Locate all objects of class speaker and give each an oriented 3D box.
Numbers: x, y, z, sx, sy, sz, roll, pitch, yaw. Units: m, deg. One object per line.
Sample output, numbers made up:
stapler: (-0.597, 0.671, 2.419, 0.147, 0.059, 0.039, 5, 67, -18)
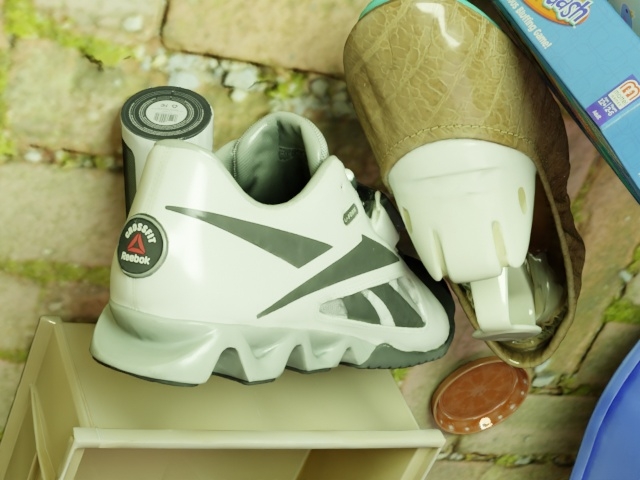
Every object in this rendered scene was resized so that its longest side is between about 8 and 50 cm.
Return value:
speaker: (-0.092, -0.024, 0.873, 0.055, 0.055, 0.136, -11, 135, -15)

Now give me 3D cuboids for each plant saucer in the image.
plant saucer: (0.126, 0.121, 1.137, 0.083, 0.013, 0.083, -13, 134, -14)

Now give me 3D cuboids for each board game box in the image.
board game box: (0.157, -0.092, 0.812, 0.047, 0.210, 0.160, -36, 136, 9)

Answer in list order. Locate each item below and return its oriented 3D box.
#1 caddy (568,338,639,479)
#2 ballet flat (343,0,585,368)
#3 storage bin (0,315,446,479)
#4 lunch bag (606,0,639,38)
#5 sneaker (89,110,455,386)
caddy: (0.306, 0.178, 1.159, 0.241, 0.179, 0.341, -19, 134, -38)
ballet flat: (0.099, -0.012, 0.877, 0.116, 0.124, 0.342, -7, 151, 14)
storage bin: (-0.093, 0.188, 1.020, 0.262, 0.123, 0.260, 4, 128, -28)
lunch bag: (0.240, -0.207, 0.733, 0.160, 0.223, 0.262, -11, 133, -15)
sneaker: (0.000, 0.000, 0.861, 0.330, 0.122, 0.146, 0, 100, -62)
